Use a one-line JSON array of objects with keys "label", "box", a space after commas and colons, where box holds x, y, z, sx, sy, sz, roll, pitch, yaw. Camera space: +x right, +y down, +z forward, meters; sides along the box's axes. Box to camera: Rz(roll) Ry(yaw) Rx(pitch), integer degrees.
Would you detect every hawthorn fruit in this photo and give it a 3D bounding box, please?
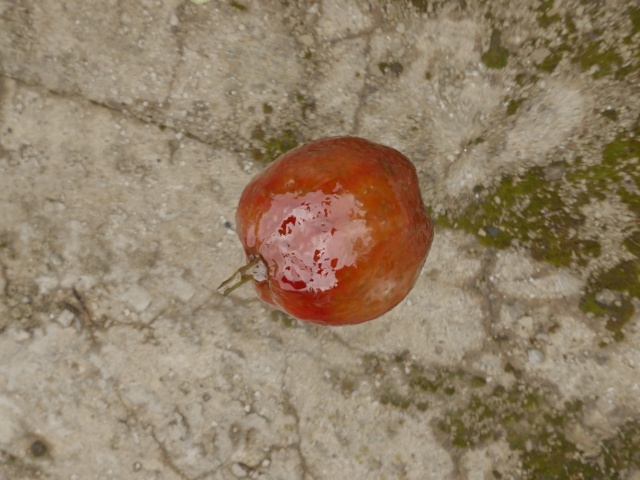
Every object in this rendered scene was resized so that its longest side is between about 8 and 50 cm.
[{"label": "hawthorn fruit", "box": [0.000, 0.000, 0.617, 0.205, 0.253, 0.205, 26, 132, 32]}]

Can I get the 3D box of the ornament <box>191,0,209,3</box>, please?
[{"label": "ornament", "box": [-0.018, -0.261, 0.465, 0.201, 0.180, 0.059, 1, 141, 9]}]
